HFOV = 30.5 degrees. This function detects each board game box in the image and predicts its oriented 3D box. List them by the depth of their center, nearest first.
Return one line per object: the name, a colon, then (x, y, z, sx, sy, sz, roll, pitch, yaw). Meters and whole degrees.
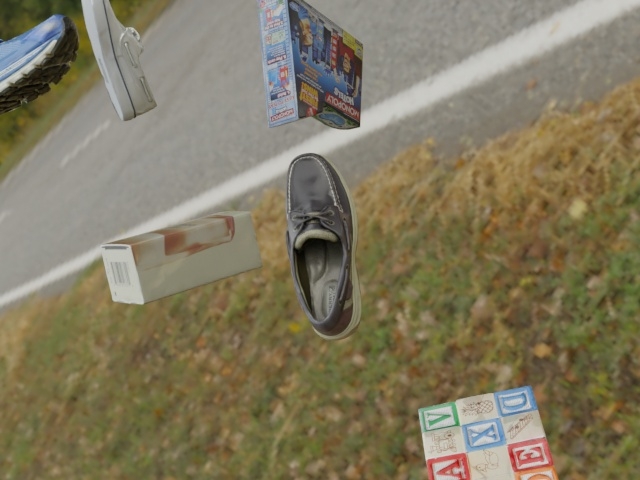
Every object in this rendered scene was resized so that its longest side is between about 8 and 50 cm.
board game box: (-0.018, -0.240, 1.741, 0.060, 0.194, 0.194, -12, 64, 37)

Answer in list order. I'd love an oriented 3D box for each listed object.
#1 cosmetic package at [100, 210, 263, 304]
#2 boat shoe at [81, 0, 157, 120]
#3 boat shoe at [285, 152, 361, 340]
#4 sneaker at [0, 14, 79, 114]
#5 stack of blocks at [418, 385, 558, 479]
cosmetic package: (-0.291, 0.033, 2.474, 0.296, 0.129, 0.153, -17, 9, -36)
boat shoe: (-0.362, -0.347, 2.126, 0.084, 0.258, 0.095, -23, 32, -17)
boat shoe: (0.000, 0.000, 1.702, 0.092, 0.102, 0.285, 46, -144, -71)
sneaker: (-0.472, -0.227, 1.535, 0.329, 0.147, 0.130, -22, 2, 11)
stack of blocks: (0.162, 0.287, 1.184, 0.171, 0.087, 0.297, -12, 31, 6)
